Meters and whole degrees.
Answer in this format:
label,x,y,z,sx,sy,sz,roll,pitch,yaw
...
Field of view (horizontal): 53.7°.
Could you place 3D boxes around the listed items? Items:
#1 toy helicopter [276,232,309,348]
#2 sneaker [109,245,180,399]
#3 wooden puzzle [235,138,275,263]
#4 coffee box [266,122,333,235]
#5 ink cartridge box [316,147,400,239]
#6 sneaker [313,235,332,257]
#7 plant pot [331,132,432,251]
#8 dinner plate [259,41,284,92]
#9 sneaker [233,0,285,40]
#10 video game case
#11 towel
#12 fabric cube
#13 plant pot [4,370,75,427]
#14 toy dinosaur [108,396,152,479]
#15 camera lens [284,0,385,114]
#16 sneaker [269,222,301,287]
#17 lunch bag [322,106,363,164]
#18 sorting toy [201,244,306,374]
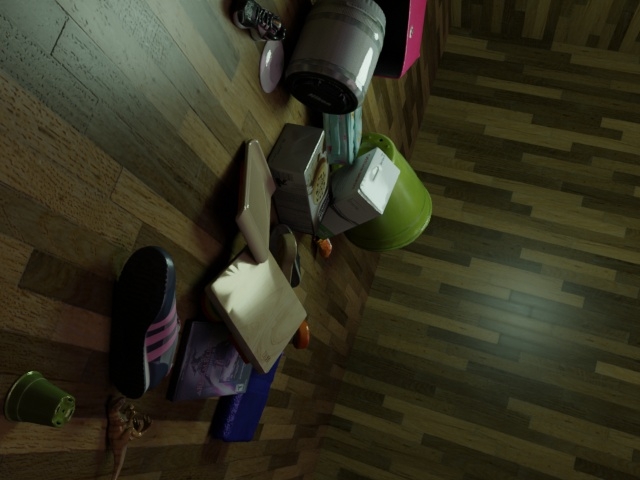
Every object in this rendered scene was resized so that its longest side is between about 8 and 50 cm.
label,x,y,z,sx,sy,sz,roll,pitch,yaw
toy helicopter,-0.115,0.132,1.811,0.235,0.140,0.355,-121,-145,-55
sneaker,-0.320,0.143,1.214,0.131,0.112,0.319,-30,141,-61
wooden puzzle,-0.164,-0.094,1.565,0.221,0.044,0.238,72,20,-56
coffee box,-0.054,-0.170,1.827,0.297,0.119,0.168,80,28,-56
ink cartridge box,0.095,-0.146,2.046,0.121,0.289,0.211,42,51,-22
sneaker,0.000,0.000,2.309,0.067,0.064,0.175,-39,141,-31
plant pot,0.201,-0.203,2.348,0.366,0.366,0.353,-68,151,-25
dinner plate,-0.115,-0.436,1.568,0.141,0.017,0.141,15,90,-76
sneaker,-0.126,-0.483,1.374,0.178,0.077,0.072,-5,108,-73
video game case,-0.256,0.297,1.587,0.274,0.026,0.196,13,92,-58
towel,-0.225,0.448,1.906,0.227,0.076,0.308,44,62,-64
fabric cube,0.166,-0.654,1.890,0.258,0.259,0.254,-54,152,-54
plant pot,-0.431,0.256,0.988,0.083,0.079,0.083,15,90,-75
toy dinosaur,-0.405,0.404,1.283,0.112,0.064,0.211,-14,110,-52
camera lens,0.041,-0.490,1.675,0.219,0.219,0.274,60,47,-68
sneaker,-0.109,0.026,1.933,0.118,0.083,0.222,-93,176,-58
lunch bag,0.071,-0.380,1.988,0.224,0.108,0.279,-77,165,-51
sorting toy,-0.176,0.164,1.585,0.255,0.089,0.257,60,33,-15
